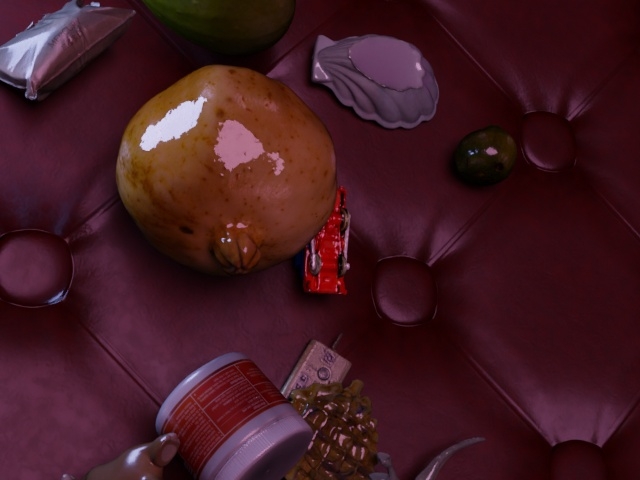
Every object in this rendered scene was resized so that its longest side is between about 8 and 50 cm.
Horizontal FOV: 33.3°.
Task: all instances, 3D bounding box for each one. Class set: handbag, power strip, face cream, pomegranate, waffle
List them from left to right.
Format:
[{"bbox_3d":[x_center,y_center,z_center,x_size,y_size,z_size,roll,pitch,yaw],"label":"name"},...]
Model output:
[{"bbox_3d":[-0.477,-0.354,1.941,0.182,0.117,0.270,24,59,34],"label":"handbag"},{"bbox_3d":[-0.154,-0.095,1.822,0.410,0.410,0.410,6,72,-18],"label":"pomegranate"},{"bbox_3d":[-0.145,0.316,1.781,0.201,0.201,0.187,-34,65,-25],"label":"face cream"},{"bbox_3d":[-0.024,0.278,1.950,0.092,0.034,0.268,34,65,-6],"label":"power strip"},{"bbox_3d":[0.022,0.362,1.903,0.204,0.054,0.223,-4,85,-34],"label":"waffle"}]

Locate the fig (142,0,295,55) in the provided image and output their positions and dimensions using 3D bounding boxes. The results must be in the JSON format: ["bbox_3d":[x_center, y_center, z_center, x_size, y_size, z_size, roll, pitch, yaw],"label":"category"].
[{"bbox_3d":[-0.198,-0.491,2.004,0.316,0.316,0.316,6,72,-18],"label":"fig"}]

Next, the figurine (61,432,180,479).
[{"bbox_3d":[-0.332,0.432,1.678,0.247,0.173,0.177,-17,99,19],"label":"figurine"}]

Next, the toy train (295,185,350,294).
[{"bbox_3d":[0.000,0.000,2.003,0.082,0.131,0.204,5,83,-24],"label":"toy train"}]

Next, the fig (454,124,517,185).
[{"bbox_3d":[0.343,-0.190,2.186,0.123,0.123,0.156,24,55,-11],"label":"fig"}]

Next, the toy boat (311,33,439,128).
[{"bbox_3d":[0.126,-0.339,2.164,0.290,0.100,0.199,11,70,-18],"label":"toy boat"}]

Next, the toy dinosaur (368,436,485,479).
[{"bbox_3d":[0.147,0.460,1.905,0.393,0.092,0.205,-35,116,-36],"label":"toy dinosaur"}]
